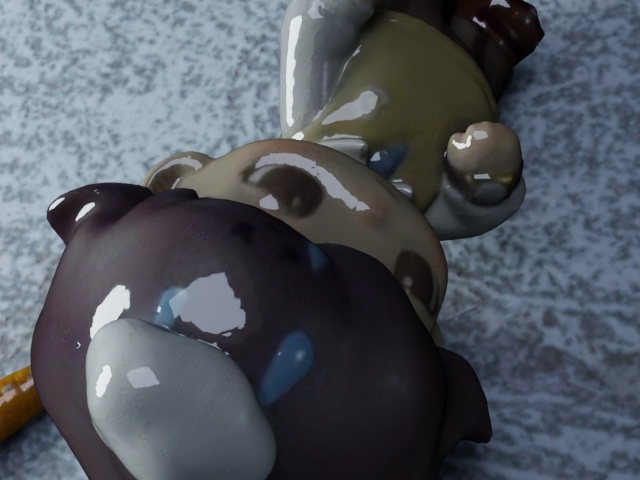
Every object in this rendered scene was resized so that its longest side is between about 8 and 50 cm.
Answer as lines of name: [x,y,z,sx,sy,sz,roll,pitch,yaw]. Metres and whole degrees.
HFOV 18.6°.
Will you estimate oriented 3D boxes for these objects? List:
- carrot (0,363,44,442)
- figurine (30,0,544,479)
carrot: [-0.231,0.131,1.042,0.256,0.061,0.061,-40,59,-12]
figurine: [0.016,-0.003,0.970,0.206,0.218,0.365,10,57,50]
